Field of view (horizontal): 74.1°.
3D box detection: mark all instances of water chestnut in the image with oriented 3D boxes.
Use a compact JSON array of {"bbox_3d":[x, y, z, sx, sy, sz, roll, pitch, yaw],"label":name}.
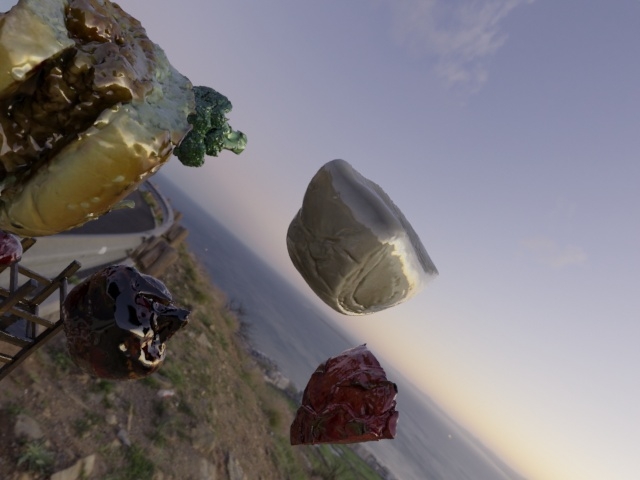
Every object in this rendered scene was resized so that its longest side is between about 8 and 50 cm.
[{"bbox_3d":[-0.477,0.201,1.043,0.245,0.288,0.289,-14,-48,44],"label":"water chestnut"}]

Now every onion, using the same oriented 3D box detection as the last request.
[{"bbox_3d":[-0.769,0.013,0.918,0.151,0.098,0.206,17,17,41],"label":"onion"}]

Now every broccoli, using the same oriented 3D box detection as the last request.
[{"bbox_3d":[-0.345,-0.342,1.279,0.270,0.269,0.270,14,16,-47],"label":"broccoli"}]

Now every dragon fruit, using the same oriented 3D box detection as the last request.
[{"bbox_3d":[0.051,0.407,1.119,0.228,0.285,0.329,5,-17,-10],"label":"dragon fruit"}]

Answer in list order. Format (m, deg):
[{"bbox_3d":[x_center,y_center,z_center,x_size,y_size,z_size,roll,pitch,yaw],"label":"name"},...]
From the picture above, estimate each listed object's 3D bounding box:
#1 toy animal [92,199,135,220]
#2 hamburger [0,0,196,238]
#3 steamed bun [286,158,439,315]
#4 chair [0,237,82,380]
[{"bbox_3d":[-0.611,-0.105,1.155,0.219,0.101,0.103,-36,106,-57],"label":"toy animal"},{"bbox_3d":[-0.306,-0.151,0.469,0.195,0.277,0.317,50,14,-41],"label":"hamburger"},{"bbox_3d":[0.071,0.028,0.850,0.246,0.236,0.384,59,15,26],"label":"steamed bun"},{"bbox_3d":[-0.927,0.223,1.244,0.240,0.416,0.203,51,0,40],"label":"chair"}]
